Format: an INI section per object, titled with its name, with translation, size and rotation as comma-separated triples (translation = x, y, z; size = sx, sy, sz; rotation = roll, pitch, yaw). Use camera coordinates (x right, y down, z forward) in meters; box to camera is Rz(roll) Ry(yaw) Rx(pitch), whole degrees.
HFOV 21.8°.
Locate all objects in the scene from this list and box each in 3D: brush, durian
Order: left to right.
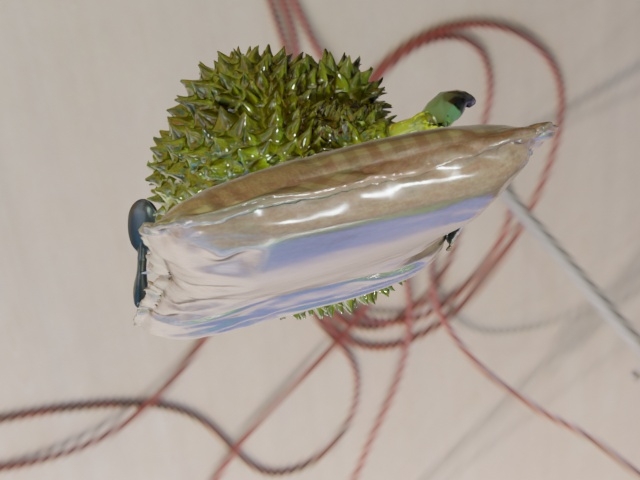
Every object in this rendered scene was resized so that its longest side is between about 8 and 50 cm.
[brush]
translation = -0.122, 0.009, 1.138
size = 0.008, 0.024, 0.083
rotation = -58, 155, -63
[durian]
translation = -0.013, -0.024, 0.971
size = 0.146, 0.198, 0.159
rotation = -35, 139, -39

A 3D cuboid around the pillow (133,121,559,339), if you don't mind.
[pillow]
translation = -0.003, 0.001, 0.594
size = 0.135, 0.034, 0.211
rotation = -16, 171, -12
